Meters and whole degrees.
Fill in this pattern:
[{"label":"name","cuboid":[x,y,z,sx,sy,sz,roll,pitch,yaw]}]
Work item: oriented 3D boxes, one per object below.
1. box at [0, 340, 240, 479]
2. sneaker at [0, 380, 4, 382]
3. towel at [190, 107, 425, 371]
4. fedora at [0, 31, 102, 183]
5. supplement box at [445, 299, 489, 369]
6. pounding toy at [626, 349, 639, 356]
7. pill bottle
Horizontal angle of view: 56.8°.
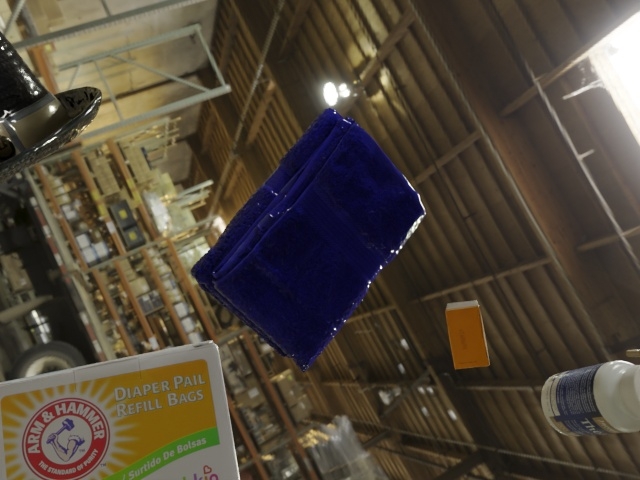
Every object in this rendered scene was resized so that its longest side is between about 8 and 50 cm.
[{"label":"box","cuboid":[-0.099,0.166,0.314,0.103,0.114,0.203,139,-58,-67]},{"label":"sneaker","cuboid":[-0.417,0.200,0.716,0.170,0.051,0.089,31,-21,46]},{"label":"towel","cuboid":[0.000,0.000,0.814,0.228,0.308,0.076,44,-14,-21]},{"label":"fedora","cuboid":[-0.361,-0.104,0.488,0.334,0.334,0.152,29,-34,59]},{"label":"supplement box","cuboid":[0.158,0.099,0.636,0.098,0.036,0.062,7,74,-77]},{"label":"pounding toy","cuboid":[0.541,0.178,0.843,0.141,0.130,0.100,62,9,-70]},{"label":"pill bottle","cuboid":[0.281,0.156,0.582,0.067,0.067,0.120,62,-26,10]}]
